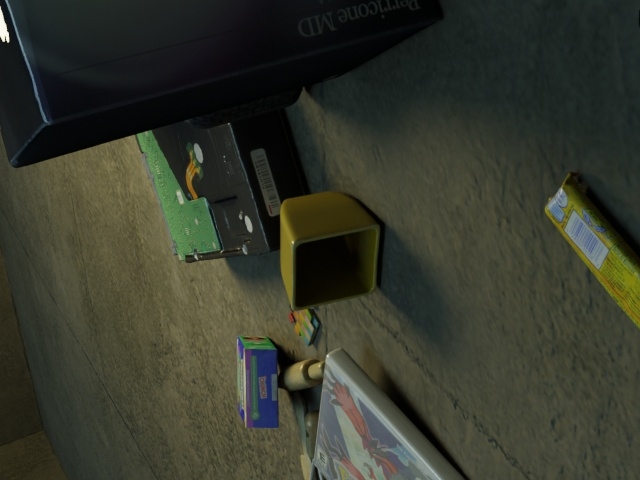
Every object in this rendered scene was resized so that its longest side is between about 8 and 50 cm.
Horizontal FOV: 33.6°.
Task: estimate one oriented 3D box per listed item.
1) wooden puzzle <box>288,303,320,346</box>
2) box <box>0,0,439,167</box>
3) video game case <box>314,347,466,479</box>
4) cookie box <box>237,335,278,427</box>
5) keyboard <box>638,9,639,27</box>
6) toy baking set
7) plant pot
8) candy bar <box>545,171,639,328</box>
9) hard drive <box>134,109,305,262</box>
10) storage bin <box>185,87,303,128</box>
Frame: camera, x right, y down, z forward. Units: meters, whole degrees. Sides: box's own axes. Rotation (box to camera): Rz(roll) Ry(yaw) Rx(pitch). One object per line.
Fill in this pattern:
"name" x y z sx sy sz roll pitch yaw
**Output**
"wooden puzzle" -0.019 0.083 1.149 0.049 0.006 0.083 59 154 26
"box" -0.113 -0.239 0.753 0.182 0.296 0.294 -9 100 66
"video game case" 0.064 0.229 1.026 0.201 0.023 0.183 45 146 34
"cookie box" -0.074 0.162 1.228 0.107 0.040 0.092 -167 76 -80
"keyboard" 0.207 -0.037 0.521 0.100 0.038 0.192 -23 87 67
"toy baking set" 0.000 0.228 1.186 0.256 0.030 0.197 -21 88 67
"plant pot" 0.000 0.000 0.960 0.083 0.081 0.082 -118 23 -46
"candy bar" 0.186 0.023 0.636 0.161 0.018 0.040 57 149 31
"hard drive" -0.124 -0.098 1.175 0.339 0.064 0.237 -10 98 66
"storage bin" -0.091 -0.204 0.946 0.180 0.122 0.084 64 155 16
